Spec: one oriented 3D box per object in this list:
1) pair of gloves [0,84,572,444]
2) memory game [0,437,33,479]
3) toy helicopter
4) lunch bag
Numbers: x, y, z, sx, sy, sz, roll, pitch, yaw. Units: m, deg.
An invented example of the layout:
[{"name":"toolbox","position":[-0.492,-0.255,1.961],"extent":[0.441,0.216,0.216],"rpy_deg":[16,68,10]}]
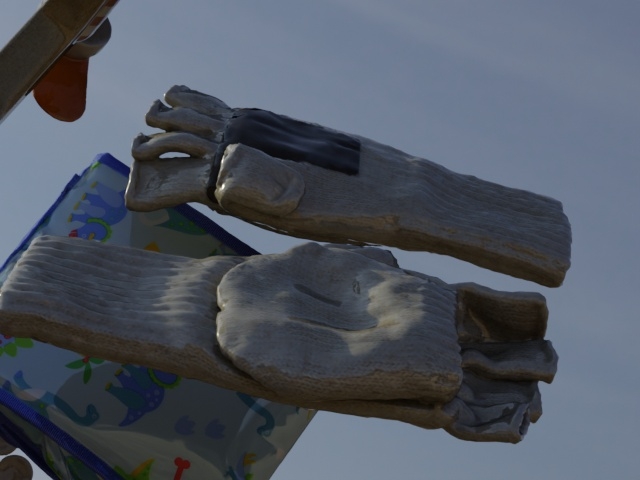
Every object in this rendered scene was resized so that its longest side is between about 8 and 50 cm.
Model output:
[{"name":"pair of gloves","position":[0.000,0.000,0.643],"extent":[0.204,0.042,0.240],"rpy_deg":[14,24,7]},{"name":"memory game","position":[-0.367,0.228,1.525],"extent":[0.186,0.186,0.012],"rpy_deg":[16,-15,-6]},{"name":"toy helicopter","position":[-0.198,-0.165,1.206],"extent":[0.140,0.355,0.235],"rpy_deg":[42,-26,-10]},{"name":"lunch bag","position":[-0.082,0.053,0.726],"extent":[0.151,0.129,0.096],"rpy_deg":[41,-24,-10]}]
